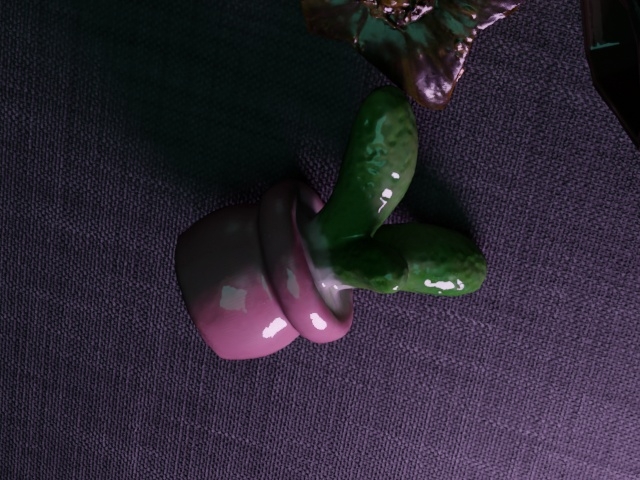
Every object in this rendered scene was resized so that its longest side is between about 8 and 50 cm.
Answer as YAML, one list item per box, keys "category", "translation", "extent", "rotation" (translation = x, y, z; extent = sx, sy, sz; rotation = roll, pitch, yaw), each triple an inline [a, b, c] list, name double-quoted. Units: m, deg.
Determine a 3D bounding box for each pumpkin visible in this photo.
- category: "pumpkin"
  translation: [0.097, -0.314, 2.022]
  extent: [0.290, 0.095, 0.258]
  rotation: [36, 121, -8]

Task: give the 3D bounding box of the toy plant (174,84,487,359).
- category: "toy plant"
  translation: [-0.005, -0.001, 2.171]
  extent: [0.356, 0.211, 0.317]
  rotation: [-17, 124, 21]

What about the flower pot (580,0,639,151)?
- category: "flower pot"
  translation: [0.355, -0.219, 1.922]
  extent: [0.084, 0.251, 0.179]
  rotation: [-11, 118, -2]
